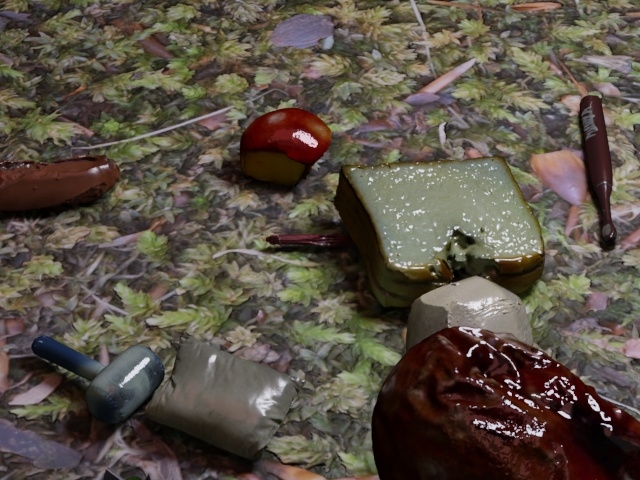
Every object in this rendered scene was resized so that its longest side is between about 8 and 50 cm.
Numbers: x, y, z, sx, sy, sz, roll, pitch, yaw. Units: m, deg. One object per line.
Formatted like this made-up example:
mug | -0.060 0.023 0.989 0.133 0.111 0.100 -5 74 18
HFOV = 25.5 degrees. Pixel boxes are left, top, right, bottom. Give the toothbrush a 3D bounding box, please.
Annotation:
toothbrush | 0.448 -0.119 2.266 0.041 0.041 0.364 3 41 1

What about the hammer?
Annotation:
hammer | -0.309 0.170 1.891 0.194 0.069 0.116 21 45 27

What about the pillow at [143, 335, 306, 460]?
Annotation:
pillow | -0.124 0.208 1.844 0.181 0.078 0.134 18 46 13

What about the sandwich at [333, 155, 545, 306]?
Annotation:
sandwich | 0.183 -0.015 2.084 0.273 0.095 0.249 -5 43 -16

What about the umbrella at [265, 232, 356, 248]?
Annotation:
umbrella | 0.000 0.000 2.122 0.165 0.025 0.027 0 19 -8

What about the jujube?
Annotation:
jujube | 0.233 0.270 1.653 0.377 0.276 0.276 27 47 21

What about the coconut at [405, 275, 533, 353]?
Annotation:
coconut | 0.189 0.131 1.883 0.162 0.161 0.161 -16 44 -29

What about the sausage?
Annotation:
sausage | -0.471 -0.088 2.165 0.326 0.079 0.087 -1 56 -2

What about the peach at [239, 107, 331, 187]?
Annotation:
peach | -0.059 -0.154 2.243 0.118 0.151 0.151 48 43 -15

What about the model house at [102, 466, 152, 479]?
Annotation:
model house | -0.248 0.330 1.689 0.117 0.088 0.167 33 50 30
